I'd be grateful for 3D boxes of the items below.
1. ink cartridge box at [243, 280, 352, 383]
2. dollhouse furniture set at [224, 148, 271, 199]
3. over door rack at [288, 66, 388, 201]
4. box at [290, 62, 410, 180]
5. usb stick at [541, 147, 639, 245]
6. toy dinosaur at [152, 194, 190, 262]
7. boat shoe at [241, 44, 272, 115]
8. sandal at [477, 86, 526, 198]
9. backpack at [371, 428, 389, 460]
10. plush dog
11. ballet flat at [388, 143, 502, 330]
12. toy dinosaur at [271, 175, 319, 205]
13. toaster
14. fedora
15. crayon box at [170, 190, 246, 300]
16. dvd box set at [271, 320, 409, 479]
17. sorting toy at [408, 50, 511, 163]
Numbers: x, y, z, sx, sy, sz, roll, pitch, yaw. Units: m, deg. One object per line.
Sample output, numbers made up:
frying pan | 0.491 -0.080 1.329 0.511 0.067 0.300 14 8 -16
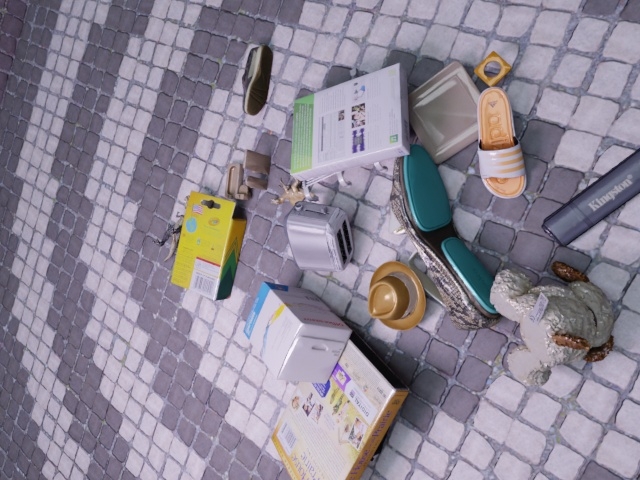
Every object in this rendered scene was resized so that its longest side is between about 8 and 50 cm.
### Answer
ink cartridge box | -0.069 0.246 1.254 0.232 0.171 0.168 37 107 52
dollhouse furniture set | -0.258 -0.202 1.444 0.151 0.123 0.144 7 91 28
over door rack | 0.052 -0.286 1.303 0.239 0.108 0.324 -22 64 25
box | 0.069 -0.297 1.196 0.321 0.058 0.232 -8 70 30
usb stick | 0.619 -0.096 1.013 0.278 0.045 0.077 -42 69 20
toy dinosaur | -0.498 -0.023 1.574 0.064 0.118 0.268 32 104 9
boat shoe | -0.209 -0.501 1.460 0.073 0.080 0.224 12 89 34
sandal | 0.412 -0.224 1.087 0.101 0.076 0.265 -11 98 25
backpack | 0.121 0.503 1.236 0.114 0.084 0.105 21 97 35
plush dog | 0.516 0.164 0.969 0.210 0.225 0.263 -15 92 65
ballet flat | 0.270 0.004 1.150 0.182 0.164 0.483 -40 70 50
toy dinosaur | -0.070 -0.149 1.393 0.183 0.053 0.093 -3 102 35
toaster | 0.000 0.000 1.273 0.146 0.129 0.227 6 130 26
fedora | 0.176 0.150 1.192 0.194 0.079 0.194 15 111 46
crayon box | -0.361 0.014 1.516 0.202 0.081 0.319 17 97 27
dvd box set | 0.032 0.468 1.229 0.307 0.062 0.421 40 108 52
sorting toy | 0.326 -0.323 1.180 0.347 0.047 0.196 -33 80 26
